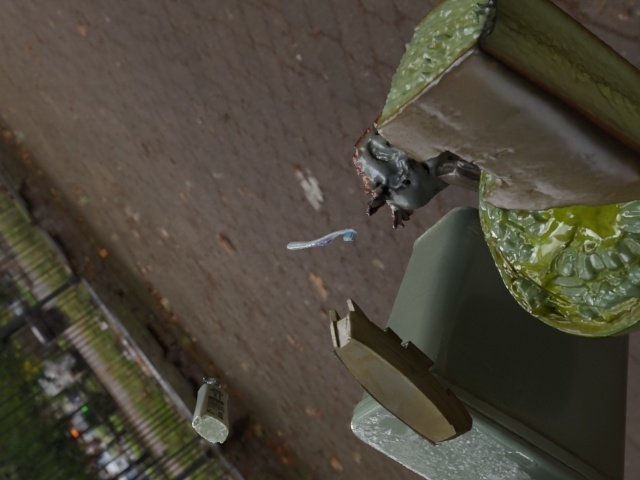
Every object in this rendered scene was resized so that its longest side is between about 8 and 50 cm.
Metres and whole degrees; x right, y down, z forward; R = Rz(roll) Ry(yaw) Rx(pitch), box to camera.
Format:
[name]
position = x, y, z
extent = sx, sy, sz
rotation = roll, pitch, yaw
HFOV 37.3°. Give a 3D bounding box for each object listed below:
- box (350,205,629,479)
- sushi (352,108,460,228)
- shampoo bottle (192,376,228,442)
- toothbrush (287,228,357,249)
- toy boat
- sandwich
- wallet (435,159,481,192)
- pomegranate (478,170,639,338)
[box]
position = 0.253, 0.180, 1.311
extent = 0.352, 0.344, 0.177
rotation = 32, 137, -13
[sushi]
position = 0.163, -0.172, 1.314
extent = 0.130, 0.332, 0.124
rotation = 41, -174, 37
[shampoo bottle]
position = -0.144, 0.219, 1.265
extent = 0.049, 0.034, 0.141
rotation = 26, -167, -11
[toothbrush]
position = 0.000, 0.000, 0.943
extent = 0.011, 0.013, 0.131
rotation = 29, 161, -24
[toy boat]
position = 0.089, 0.143, 1.039
extent = 0.064, 0.072, 0.206
rotation = -34, 108, 32
[sandwich]
position = 0.175, -0.096, 0.728
extent = 0.235, 0.122, 0.128
rotation = 30, 146, -22
[wallet]
position = 0.232, -0.073, 1.223
extent = 0.152, 0.039, 0.118
rotation = 19, 180, -8
[pomegranate]
position = 0.309, -0.049, 0.950
extent = 0.340, 0.260, 0.260
rotation = -36, 90, 37
